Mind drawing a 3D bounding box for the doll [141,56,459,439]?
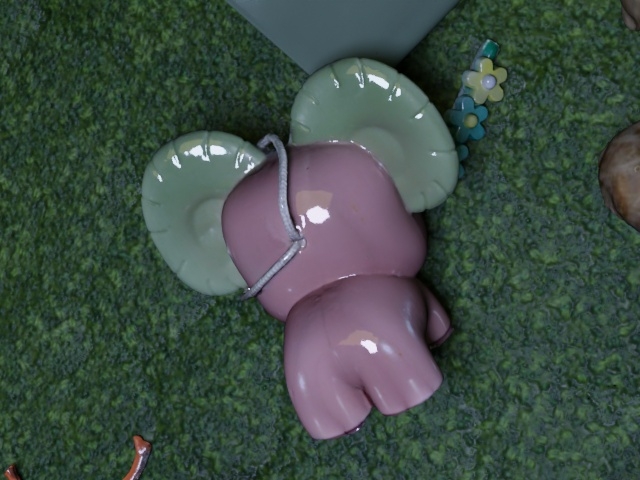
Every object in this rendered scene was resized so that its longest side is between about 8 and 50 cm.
[{"bbox_3d":[0.000,0.000,1.096,0.284,0.216,0.268,-26,107,17],"label":"doll"}]

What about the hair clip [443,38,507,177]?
[{"bbox_3d":[0.130,-0.105,1.180,0.049,0.049,0.173,29,91,19],"label":"hair clip"}]

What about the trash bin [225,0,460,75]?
[{"bbox_3d":[0.067,-0.313,1.138,0.223,0.158,0.343,40,102,-13],"label":"trash bin"}]

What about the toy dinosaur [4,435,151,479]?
[{"bbox_3d":[-0.291,0.271,1.254,0.279,0.055,0.101,-43,82,6],"label":"toy dinosaur"}]

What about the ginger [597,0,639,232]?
[{"bbox_3d":[0.338,-0.147,1.053,0.244,0.155,0.304,6,89,36],"label":"ginger"}]
